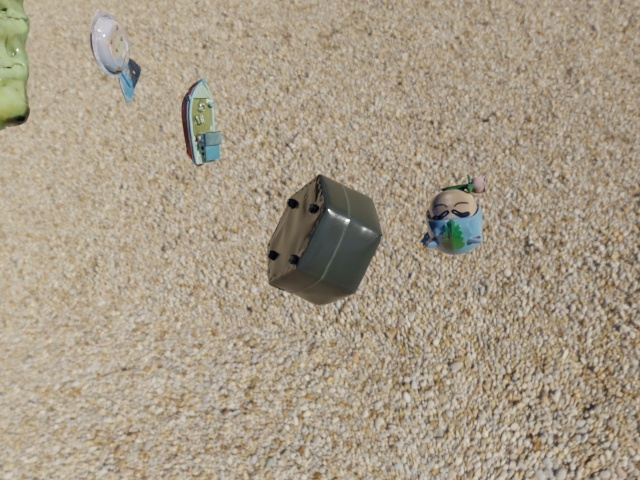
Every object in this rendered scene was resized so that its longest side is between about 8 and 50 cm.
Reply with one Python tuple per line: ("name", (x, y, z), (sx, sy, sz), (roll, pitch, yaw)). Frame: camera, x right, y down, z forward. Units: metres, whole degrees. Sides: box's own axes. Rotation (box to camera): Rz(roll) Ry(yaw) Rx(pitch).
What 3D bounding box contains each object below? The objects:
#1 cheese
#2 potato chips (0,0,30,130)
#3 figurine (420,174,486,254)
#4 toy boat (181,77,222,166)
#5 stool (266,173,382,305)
("cheese", (-0.505, -0.458, 1.240), (0.052, 0.245, 0.135), (10, 69, 7))
("potato chips", (-0.487, -0.289, 0.504), (0.097, 0.389, 0.374), (6, 99, 38))
("figurine", (0.252, -0.053, 0.931), (0.114, 0.145, 0.178), (9, 16, 21))
("toy boat", (-0.235, -0.233, 1.002), (0.058, 0.173, 0.069), (7, 17, 30))
("stool", (0.000, 0.000, 0.947), (0.232, 0.141, 0.232), (-47, 29, 35))
